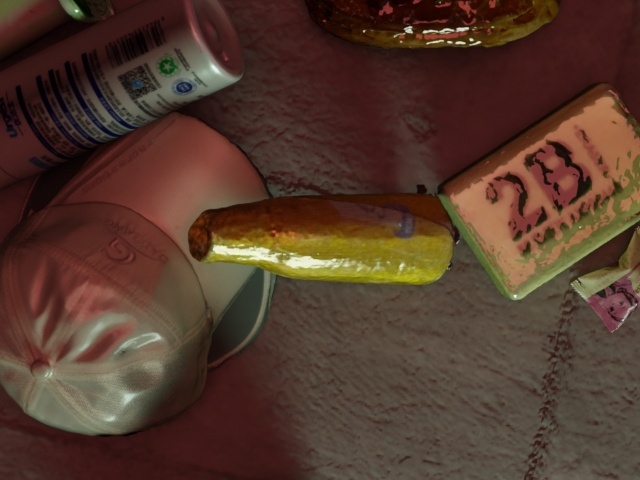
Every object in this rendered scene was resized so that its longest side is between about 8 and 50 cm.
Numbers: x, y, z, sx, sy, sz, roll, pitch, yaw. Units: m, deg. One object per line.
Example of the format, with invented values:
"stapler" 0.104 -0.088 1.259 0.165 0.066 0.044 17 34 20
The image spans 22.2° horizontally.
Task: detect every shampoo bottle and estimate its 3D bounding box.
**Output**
"shampoo bottle" -0.212 -0.110 1.322 0.303 0.092 0.092 -23 90 20

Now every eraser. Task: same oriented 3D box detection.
"eraser" 0.198 -0.042 1.368 0.172 0.058 0.117 -33 90 -1

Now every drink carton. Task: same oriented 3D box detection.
"drink carton" -0.267 -0.208 1.336 0.142 0.144 0.146 -30 89 9

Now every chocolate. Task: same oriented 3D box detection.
"chocolate" 0.000 0.000 1.311 0.219 0.085 0.086 -1 89 -30

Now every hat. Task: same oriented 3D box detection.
"hat" -0.155 0.029 1.320 0.232 0.161 0.275 38 86 -4

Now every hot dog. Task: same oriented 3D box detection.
"hot dog" 0.092 -0.234 1.352 0.226 0.099 0.160 -7 89 2

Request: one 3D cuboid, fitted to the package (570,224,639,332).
"package" 0.260 0.033 1.382 0.083 0.029 0.059 -41 97 10
